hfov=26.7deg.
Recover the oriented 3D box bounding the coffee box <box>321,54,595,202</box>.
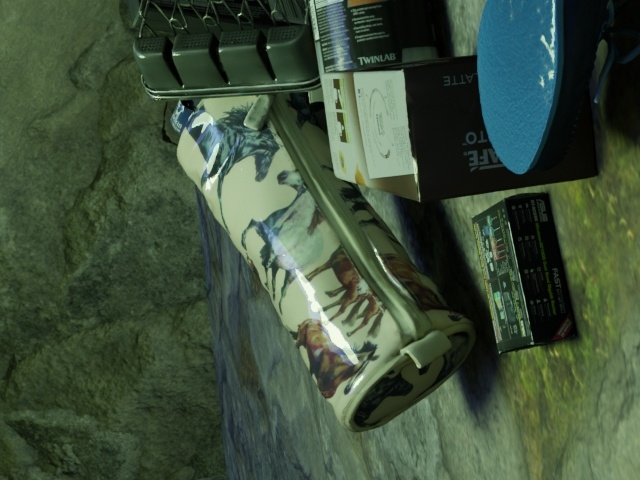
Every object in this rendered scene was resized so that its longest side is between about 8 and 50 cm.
[{"bbox_3d":[0.100,-0.096,1.073,0.246,0.141,0.098,-152,54,-76],"label":"coffee box"}]

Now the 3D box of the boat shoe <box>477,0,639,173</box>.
[{"bbox_3d":[0.166,-0.158,0.861,0.109,0.089,0.258,51,145,42],"label":"boat shoe"}]

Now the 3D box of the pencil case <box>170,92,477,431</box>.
[{"bbox_3d":[0.000,0.000,1.373,0.410,0.160,0.183,57,164,29],"label":"pencil case"}]

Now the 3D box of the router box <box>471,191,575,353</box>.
[{"bbox_3d":[0.165,0.028,1.109,0.092,0.038,0.122,143,118,-76],"label":"router box"}]

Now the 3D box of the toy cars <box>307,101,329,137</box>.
[{"bbox_3d":[0.035,-0.043,1.565,0.176,0.087,0.393,51,149,35],"label":"toy cars"}]

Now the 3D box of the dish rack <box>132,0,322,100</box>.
[{"bbox_3d":[-0.078,-0.278,1.393,0.074,0.208,0.271,60,-146,-56],"label":"dish rack"}]

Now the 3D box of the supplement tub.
[{"bbox_3d":[0.045,-0.238,1.282,0.117,0.117,0.190,180,82,-78],"label":"supplement tub"}]

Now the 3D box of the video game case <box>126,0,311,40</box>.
[{"bbox_3d":[-0.107,-0.325,1.568,0.035,0.275,0.248,-56,40,43],"label":"video game case"}]

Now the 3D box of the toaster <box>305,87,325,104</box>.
[{"bbox_3d":[-0.035,-0.194,1.680,0.227,0.129,0.146,-139,45,-76],"label":"toaster"}]
